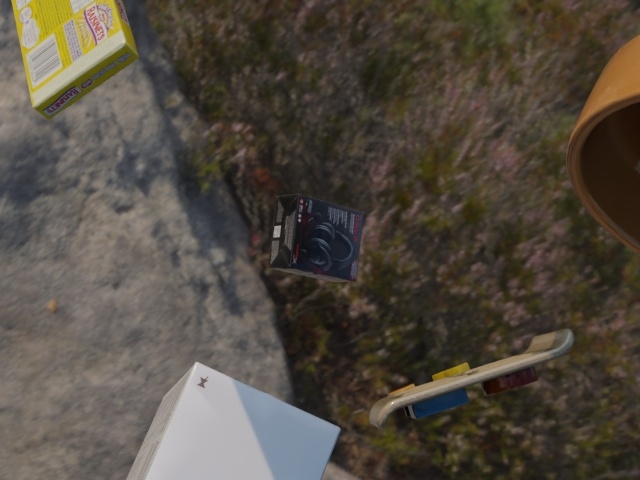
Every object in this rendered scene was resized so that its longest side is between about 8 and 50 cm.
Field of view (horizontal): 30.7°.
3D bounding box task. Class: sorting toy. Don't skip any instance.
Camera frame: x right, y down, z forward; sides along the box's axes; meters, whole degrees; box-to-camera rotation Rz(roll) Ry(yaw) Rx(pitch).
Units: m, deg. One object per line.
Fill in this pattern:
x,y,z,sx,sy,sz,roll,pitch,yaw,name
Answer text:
0.165,0.169,1.358,0.229,0.307,0.041,-22,83,-3,sorting toy

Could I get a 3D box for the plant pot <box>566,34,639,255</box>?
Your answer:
0.334,-0.099,0.781,0.291,0.291,0.203,32,68,-21,plant pot

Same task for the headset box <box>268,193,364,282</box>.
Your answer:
0.000,0.000,0.981,0.083,0.032,0.062,15,78,-38,headset box

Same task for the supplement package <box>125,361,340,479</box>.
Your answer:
-0.131,0.304,1.477,0.199,0.263,0.198,26,68,-7,supplement package

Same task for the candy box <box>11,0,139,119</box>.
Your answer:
-0.233,-0.209,1.082,0.027,0.105,0.206,48,16,-48,candy box
